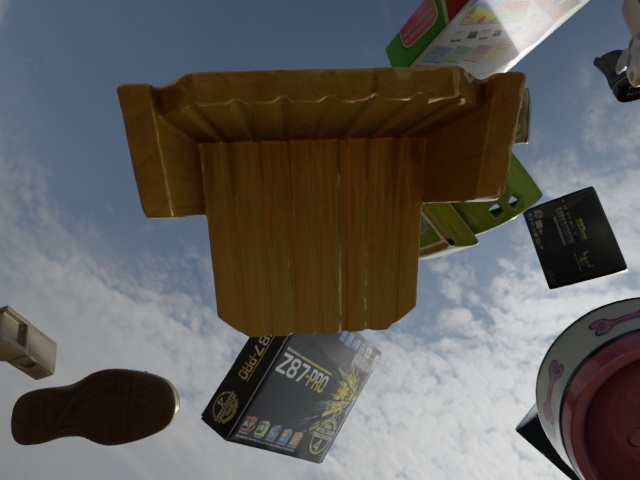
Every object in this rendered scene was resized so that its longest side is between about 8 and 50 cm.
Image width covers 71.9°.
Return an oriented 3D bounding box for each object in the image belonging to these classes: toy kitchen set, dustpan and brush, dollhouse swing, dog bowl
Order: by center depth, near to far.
[{"bbox_3d":[-0.284,0.112,0.368,0.075,0.083,0.068,79,-10,-51],"label":"toy kitchen set"},{"bbox_3d":[0.354,-0.227,0.478,0.060,0.211,0.147,7,-38,14],"label":"dustpan and brush"},{"bbox_3d":[0.000,0.000,0.515,0.347,0.315,0.304,-2,-85,-4],"label":"dollhouse swing"},{"bbox_3d":[0.598,0.308,0.746,0.408,0.150,0.407,2,-82,18],"label":"dog bowl"}]

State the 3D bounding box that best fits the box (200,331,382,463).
[{"bbox_3d":[-0.037,0.319,1.007,0.097,0.318,0.395,19,-20,39],"label":"box"}]

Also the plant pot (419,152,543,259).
[{"bbox_3d":[0.253,-0.092,0.897,0.227,0.207,0.228,52,-18,0],"label":"plant pot"}]

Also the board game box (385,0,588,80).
[{"bbox_3d":[0.288,-0.367,0.673,0.316,0.242,0.064,-38,-115,54],"label":"board game box"}]

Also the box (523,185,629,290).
[{"bbox_3d":[0.665,-0.002,1.164,0.183,0.059,0.232,-22,-113,33],"label":"box"}]

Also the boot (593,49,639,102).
[{"bbox_3d":[0.713,-0.376,0.946,0.198,0.137,0.077,-7,-39,4],"label":"boot"}]

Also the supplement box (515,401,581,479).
[{"bbox_3d":[0.724,0.425,1.171,0.195,0.356,0.194,41,-26,27],"label":"supplement box"}]

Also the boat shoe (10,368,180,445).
[{"bbox_3d":[-0.328,0.251,0.671,0.285,0.104,0.089,-9,-17,17],"label":"boat shoe"}]

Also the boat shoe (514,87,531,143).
[{"bbox_3d":[0.535,-0.332,1.180,0.048,0.056,0.153,2,-94,32],"label":"boat shoe"}]
